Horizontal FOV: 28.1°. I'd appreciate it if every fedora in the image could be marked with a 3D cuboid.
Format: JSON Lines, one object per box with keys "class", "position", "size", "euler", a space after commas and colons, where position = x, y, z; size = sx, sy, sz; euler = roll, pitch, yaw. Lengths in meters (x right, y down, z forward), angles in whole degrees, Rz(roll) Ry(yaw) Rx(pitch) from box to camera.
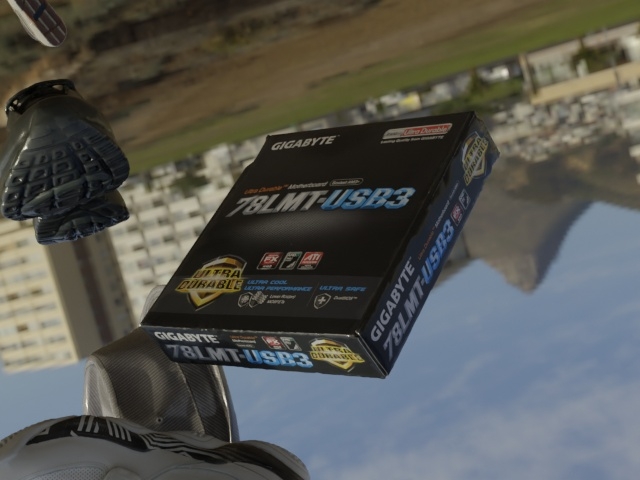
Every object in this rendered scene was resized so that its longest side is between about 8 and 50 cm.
{"class": "fedora", "position": [-0.199, 0.200, 1.493], "size": [0.124, 0.276, 0.243], "euler": [-18, -163, -29]}

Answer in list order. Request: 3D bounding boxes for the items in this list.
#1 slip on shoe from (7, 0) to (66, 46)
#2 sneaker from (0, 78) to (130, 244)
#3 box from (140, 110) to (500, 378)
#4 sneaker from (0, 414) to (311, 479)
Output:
{"class": "slip on shoe", "position": [-0.359, -0.293, 1.563], "size": [0.041, 0.135, 0.051], "euler": [14, -118, 35]}
{"class": "sneaker", "position": [-0.226, -0.080, 1.075], "size": [0.109, 0.130, 0.286], "euler": [-16, 172, -13]}
{"class": "box", "position": [0.000, 0.000, 1.308], "size": [0.295, 0.073, 0.293], "euler": [-1, -132, 41]}
{"class": "sneaker", "position": [-0.162, 0.289, 1.259], "size": [0.365, 0.137, 0.210], "euler": [8, -154, -20]}
